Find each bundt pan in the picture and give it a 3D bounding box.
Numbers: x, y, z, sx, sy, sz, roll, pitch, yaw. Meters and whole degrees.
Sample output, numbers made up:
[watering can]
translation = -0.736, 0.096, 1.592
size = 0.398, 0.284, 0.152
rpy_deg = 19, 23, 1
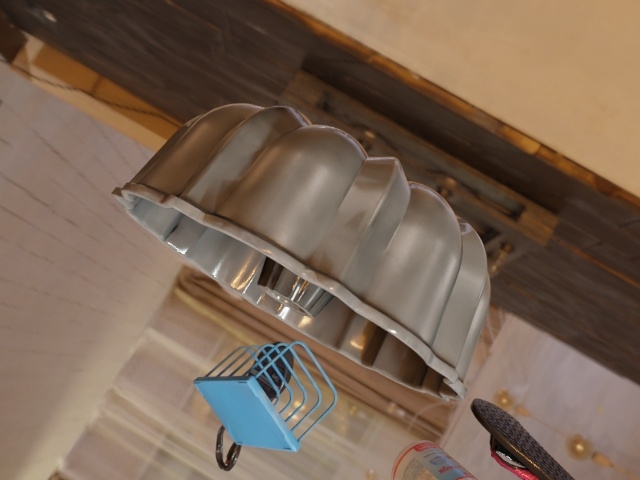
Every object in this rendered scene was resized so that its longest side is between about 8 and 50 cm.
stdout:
[bundt pan]
translation = 0.000, 0.000, 0.664
size = 0.124, 0.331, 0.331
rpy_deg = -60, 177, -11

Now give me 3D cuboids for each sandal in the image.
[sandal]
translation = 0.233, 0.253, 0.900
size = 0.040, 0.179, 0.067
rpy_deg = -55, 156, 21

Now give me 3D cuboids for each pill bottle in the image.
[pill bottle]
translation = 0.168, 0.339, 1.048
size = 0.087, 0.087, 0.160
rpy_deg = -60, -149, 0

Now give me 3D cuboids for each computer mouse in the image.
[computer mouse]
translation = -0.109, 0.276, 1.314
size = 0.041, 0.071, 0.242
rpy_deg = 10, 111, -61

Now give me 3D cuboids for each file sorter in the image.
[file sorter]
translation = -0.076, 0.213, 1.111
size = 0.104, 0.118, 0.170
rpy_deg = -39, -167, -33
